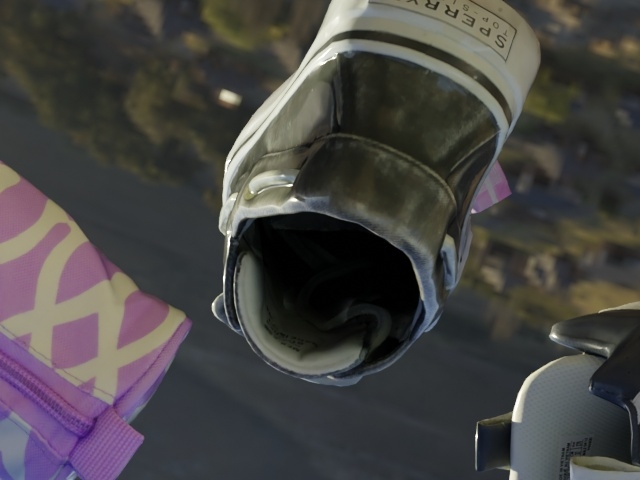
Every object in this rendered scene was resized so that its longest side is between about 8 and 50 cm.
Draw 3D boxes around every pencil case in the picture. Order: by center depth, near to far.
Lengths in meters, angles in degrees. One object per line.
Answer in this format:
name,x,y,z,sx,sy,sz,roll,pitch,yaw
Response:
pencil case,-0.138,-0.001,0.600,0.206,0.086,0.088,35,177,-3

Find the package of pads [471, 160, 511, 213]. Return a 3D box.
package of pads,0.076,-0.057,1.146,0.083,0.032,0.050,65,159,-12

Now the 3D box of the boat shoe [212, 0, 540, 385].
boat shoe,0.000,0.000,0.822,0.121,0.119,0.335,26,160,4

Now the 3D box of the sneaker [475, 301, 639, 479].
sneaker,0.126,0.049,0.577,0.153,0.094,0.235,-2,-166,12
